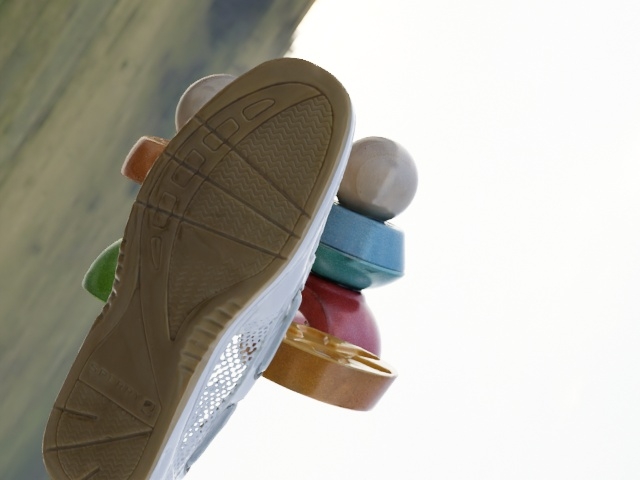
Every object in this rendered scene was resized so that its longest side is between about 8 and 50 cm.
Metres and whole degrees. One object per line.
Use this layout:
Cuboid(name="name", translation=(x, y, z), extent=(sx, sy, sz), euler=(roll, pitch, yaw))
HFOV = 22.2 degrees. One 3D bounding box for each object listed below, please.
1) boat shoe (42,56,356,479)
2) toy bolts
Cuboid(name="boat shoe", translation=(-0.058, 0.025, 0.910), extent=(0.277, 0.098, 0.096), euler=(-59, 157, 12))
Cuboid(name="toy bolts", translation=(0.000, 0.000, 1.054), extent=(0.218, 0.228, 0.159), euler=(24, -85, 33))
